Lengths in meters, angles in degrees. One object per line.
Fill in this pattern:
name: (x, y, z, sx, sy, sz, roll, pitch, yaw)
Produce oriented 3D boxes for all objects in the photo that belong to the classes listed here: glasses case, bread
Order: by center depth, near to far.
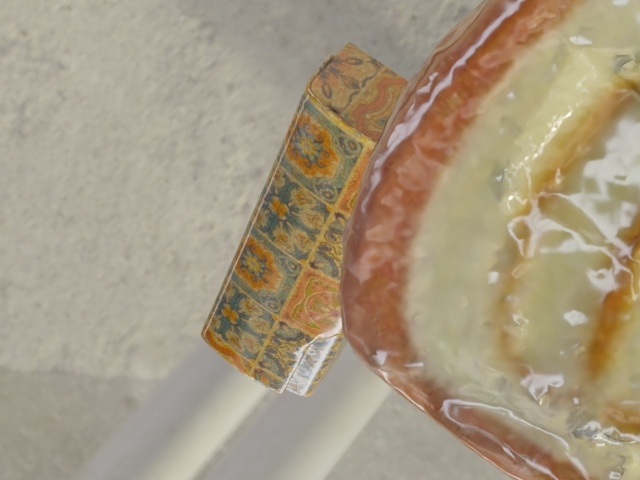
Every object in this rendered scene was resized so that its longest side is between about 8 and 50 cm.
bread: (0.119, -0.014, 0.517, 0.190, 0.123, 0.244, 28, 101, 9)
glasses case: (0.000, 0.000, 0.760, 0.075, 0.049, 0.218, 35, 141, 7)
